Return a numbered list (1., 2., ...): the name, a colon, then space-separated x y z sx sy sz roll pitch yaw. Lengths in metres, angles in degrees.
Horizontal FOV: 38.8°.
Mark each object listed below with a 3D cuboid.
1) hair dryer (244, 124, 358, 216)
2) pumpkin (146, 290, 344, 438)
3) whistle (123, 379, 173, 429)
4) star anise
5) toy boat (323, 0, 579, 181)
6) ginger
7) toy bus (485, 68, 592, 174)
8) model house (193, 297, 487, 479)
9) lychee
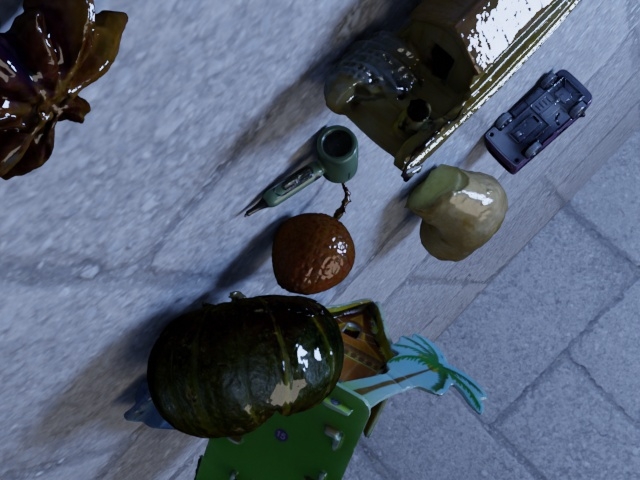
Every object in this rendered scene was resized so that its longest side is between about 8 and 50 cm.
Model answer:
1. hair dryer: -0.022 -0.065 1.013 0.150 0.047 0.071 -36 163 -9
2. pumpkin: -0.088 0.139 1.083 0.237 0.159 0.238 -18 179 0
3. whistle: -0.195 0.240 1.284 0.062 0.062 0.304 -44 163 -2
4. star anise: -0.178 -0.094 0.549 0.168 0.057 0.168 -39 162 -15
5. toy boat: 0.183 -0.251 0.926 0.445 0.136 0.162 -44 168 -18
6. ginger: 0.224 -0.048 1.467 0.267 0.152 0.138 63 44 -67
7. toy bus: 0.363 -0.198 1.521 0.178 0.087 0.098 -41 165 -2
8. model house: 0.049 0.267 1.387 0.323 0.340 0.300 -45 157 -58
9. lychee: -0.001 0.006 1.115 0.140 0.101 0.114 -34 152 -13
